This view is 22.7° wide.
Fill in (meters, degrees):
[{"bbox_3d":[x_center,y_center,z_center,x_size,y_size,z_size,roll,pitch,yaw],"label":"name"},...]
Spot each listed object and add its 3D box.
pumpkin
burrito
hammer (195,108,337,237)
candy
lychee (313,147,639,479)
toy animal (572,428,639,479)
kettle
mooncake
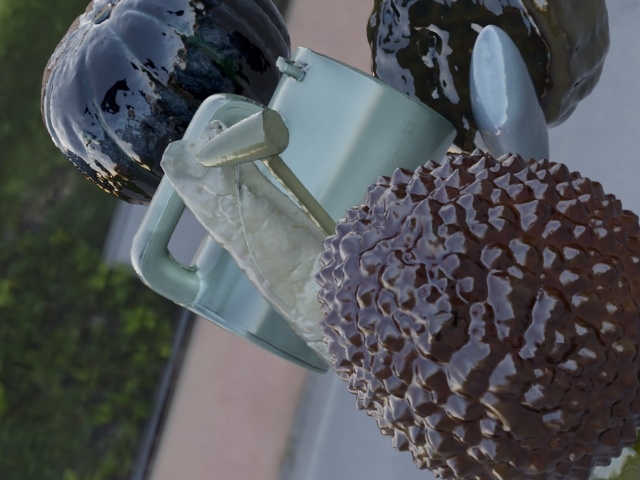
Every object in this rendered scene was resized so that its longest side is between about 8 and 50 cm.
[{"bbox_3d":[-0.209,-0.224,2.174,0.363,0.266,0.363,-38,28,25],"label":"pumpkin"},{"bbox_3d":[-0.007,0.022,1.181,0.082,0.275,0.059,-35,18,24],"label":"burrito"},{"bbox_3d":[0.000,0.000,1.009,0.060,0.195,0.028,-24,30,31],"label":"hammer"},{"bbox_3d":[0.206,-0.137,1.742,0.174,0.071,0.138,56,-153,-58],"label":"candy"},{"bbox_3d":[0.058,0.027,0.566,0.123,0.129,0.123,-26,60,57],"label":"lychee"},{"bbox_3d":[0.285,0.224,1.600,0.180,0.181,0.363,-110,-2,-47],"label":"toy animal"},{"bbox_3d":[-0.022,-0.039,1.756,0.318,0.205,0.265,-62,-28,1],"label":"kettle"},{"bbox_3d":[0.194,-0.241,1.940,0.161,0.290,0.290,-40,-19,-51],"label":"mooncake"}]
